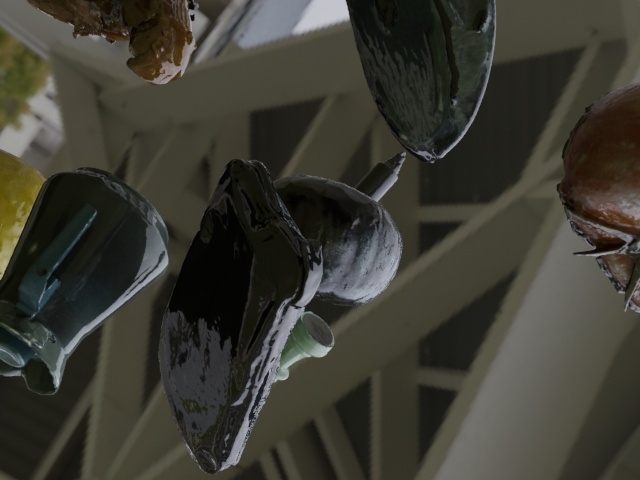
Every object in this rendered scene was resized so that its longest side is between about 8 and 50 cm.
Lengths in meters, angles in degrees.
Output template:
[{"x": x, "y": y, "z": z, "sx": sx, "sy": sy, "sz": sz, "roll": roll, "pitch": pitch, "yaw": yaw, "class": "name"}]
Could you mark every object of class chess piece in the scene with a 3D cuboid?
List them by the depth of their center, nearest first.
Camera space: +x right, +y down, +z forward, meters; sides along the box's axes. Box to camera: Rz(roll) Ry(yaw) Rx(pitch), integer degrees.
[{"x": -0.052, "y": 0.152, "z": 1.498, "sx": 0.149, "sy": 0.059, "sz": 0.059, "roll": -43, "pitch": -153, "yaw": 22, "class": "chess piece"}]

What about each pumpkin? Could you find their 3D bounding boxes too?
[{"x": 0.000, "y": 0.000, "z": 1.711, "sx": 0.233, "sy": 0.233, "sz": 0.163, "roll": 10, "pitch": -100, "yaw": 62, "class": "pumpkin"}]

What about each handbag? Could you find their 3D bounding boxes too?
[{"x": -0.089, "y": 0.077, "z": 1.254, "sx": 0.191, "sy": 0.075, "sz": 0.332, "roll": 62, "pitch": -41, "yaw": 39, "class": "handbag"}]

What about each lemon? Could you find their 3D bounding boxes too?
[{"x": -0.525, "y": -0.027, "z": 1.836, "sx": 0.258, "sy": 0.310, "sz": 0.258, "roll": -170, "pitch": -90, "yaw": -82, "class": "lemon"}]

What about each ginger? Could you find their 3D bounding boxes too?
[{"x": -0.252, "y": -0.287, "z": 1.533, "sx": 0.133, "sy": 0.107, "sz": 0.309, "roll": -37, "pitch": -136, "yaw": -21, "class": "ginger"}]

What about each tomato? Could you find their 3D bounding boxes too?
[{"x": 0.329, "y": -0.038, "z": 1.062, "sx": 0.155, "sy": 0.214, "sz": 0.181, "roll": -5, "pitch": -133, "yaw": 54, "class": "tomato"}]

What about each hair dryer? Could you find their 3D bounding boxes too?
[{"x": 0.056, "y": -0.060, "z": 2.328, "sx": 0.352, "sy": 0.107, "sz": 0.189, "roll": -49, "pitch": 177, "yaw": -19, "class": "hair dryer"}]

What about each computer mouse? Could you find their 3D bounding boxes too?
[{"x": 0.121, "y": -0.269, "z": 1.410, "sx": 0.203, "sy": 0.114, "sz": 0.374, "roll": -35, "pitch": -114, "yaw": 56, "class": "computer mouse"}]

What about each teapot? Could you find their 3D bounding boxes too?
[{"x": -0.281, "y": 0.038, "z": 1.346, "sx": 0.225, "sy": 0.171, "sz": 0.203, "roll": -58, "pitch": 177, "yaw": -32, "class": "teapot"}]
